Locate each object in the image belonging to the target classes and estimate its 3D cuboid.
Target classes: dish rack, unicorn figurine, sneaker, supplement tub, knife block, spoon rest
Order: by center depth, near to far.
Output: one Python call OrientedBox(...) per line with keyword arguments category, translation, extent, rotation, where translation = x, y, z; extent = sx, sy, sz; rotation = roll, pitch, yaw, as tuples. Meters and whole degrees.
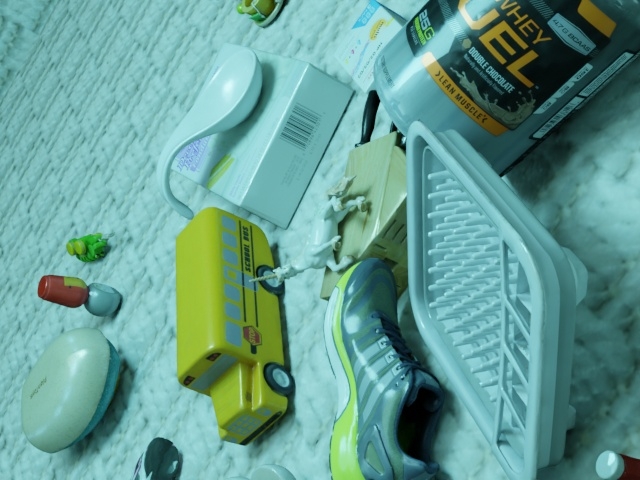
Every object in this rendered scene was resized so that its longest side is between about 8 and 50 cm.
OrientedBox(category="dish rack", translation=(0.175, 0.052, 1.159), extent=(0.333, 0.072, 0.285), rotation=(-121, 21, -54))
OrientedBox(category="supplement tub", translation=(0.235, -0.238, 1.253), extent=(0.338, 0.207, 0.207), rotation=(-45, 36, 30))
OrientedBox(category="sneaker", translation=(0.083, 0.155, 1.307), extent=(0.121, 0.111, 0.300), rotation=(-24, 59, 37))
OrientedBox(category="unicorn figurine", translation=(0.000, 0.000, 1.418), extent=(0.111, 0.060, 0.162), rotation=(-9, 45, 55))
OrientedBox(category="knife block", translation=(0.080, -0.070, 1.479), extent=(0.275, 0.088, 0.242), rotation=(-54, 32, 17))
OrientedBox(category="sneaker", translation=(-0.255, 0.385, 1.688), extent=(0.077, 0.072, 0.178), rotation=(-40, 29, 54))
OrientedBox(category="spoon rest", translation=(-0.174, -0.171, 1.757), extent=(0.276, 0.084, 0.137), rotation=(-63, 31, 5))

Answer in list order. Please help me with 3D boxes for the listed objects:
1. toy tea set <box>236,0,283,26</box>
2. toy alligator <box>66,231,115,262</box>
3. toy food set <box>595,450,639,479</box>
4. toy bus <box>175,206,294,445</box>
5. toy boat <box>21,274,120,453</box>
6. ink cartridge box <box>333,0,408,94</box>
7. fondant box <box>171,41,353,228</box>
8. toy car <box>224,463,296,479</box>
OrientedBox(category="toy tea set", translation=(-0.096, -0.503, 2.022), extent=(0.336, 0.124, 0.200), rotation=(-31, 44, 42))
OrientedBox(category="toy alligator", translation=(-0.446, 0.016, 2.249), extent=(0.190, 0.056, 0.051), rotation=(-6, 105, 53))
OrientedBox(category="toy food set", translation=(0.281, 0.230, 0.941), extent=(0.232, 0.104, 0.111), rotation=(-36, 41, 38))
OrientedBox(category="toy bus", translation=(-0.128, 0.116, 1.615), extent=(0.108, 0.130, 0.332), rotation=(-42, 37, 32))
OrientedBox(category="toy boat", translation=(-0.419, 0.202, 2.004), extent=(0.267, 0.148, 0.318), rotation=(-41, 45, 42))
OrientedBox(category="ink cartridge box", translation=(0.096, -0.257, 1.616), extent=(0.104, 0.061, 0.181), rotation=(-55, 33, 16))
OrientedBox(category="fondant box", translation=(-0.108, -0.177, 1.833), extent=(0.330, 0.096, 0.238), rotation=(28, 92, 60))
OrientedBox(category="toy car", translation=(-0.104, 0.366, 1.410), extent=(0.182, 0.159, 0.136), rotation=(-31, 82, 46))
